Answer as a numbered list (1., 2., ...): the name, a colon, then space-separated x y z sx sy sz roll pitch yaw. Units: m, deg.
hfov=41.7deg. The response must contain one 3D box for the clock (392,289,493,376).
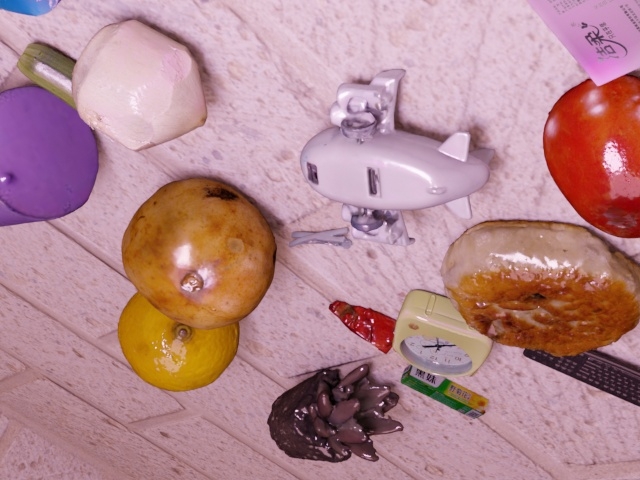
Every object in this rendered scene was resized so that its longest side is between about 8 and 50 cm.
1. clock: 0.214 0.186 1.524 0.170 0.069 0.232 18 147 6

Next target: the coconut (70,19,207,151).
1. coconut: -0.243 -0.203 1.157 0.183 0.171 0.171 33 146 -1

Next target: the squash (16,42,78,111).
1. squash: -0.355 -0.221 1.288 0.229 0.066 0.066 34 145 -17

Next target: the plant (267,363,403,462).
1. plant: 0.025 0.365 1.785 0.194 0.182 0.320 42 140 -18

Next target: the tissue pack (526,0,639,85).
1. tissue pack: 0.267 -0.285 0.816 0.246 0.092 0.148 41 141 -25

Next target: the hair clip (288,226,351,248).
1. hair clip: 0.000 0.001 1.424 0.115 0.030 0.039 0 141 30

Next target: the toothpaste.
1. toothpaste: 0.250 0.304 1.695 0.178 0.037 0.043 27 150 -7

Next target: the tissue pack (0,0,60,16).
1. tissue pack: -0.415 -0.412 0.992 0.209 0.137 0.270 15 145 7

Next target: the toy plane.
1. toy plane: 0.098 -0.102 1.143 0.266 0.123 0.267 13 126 18

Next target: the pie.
1. pie: 0.338 0.086 1.297 0.315 0.092 0.315 14 146 10

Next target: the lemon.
1. lemon: -0.284 0.180 1.664 0.253 0.228 0.228 14 150 47

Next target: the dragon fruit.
1. dragon fruit: 0.075 0.163 1.575 0.131 0.063 0.097 35 144 -18

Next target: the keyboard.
1. keyboard: 0.542 0.249 1.446 0.381 0.041 0.103 18 146 7

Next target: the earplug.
1. earplug: -0.595 -0.114 1.465 0.456 0.215 0.215 -9 136 43

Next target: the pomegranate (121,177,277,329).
1. pomegranate: -0.198 0.023 1.386 0.260 0.260 0.260 15 146 11

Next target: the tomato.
1. tomato: 0.374 -0.080 1.000 0.233 0.140 0.200 17 152 8
